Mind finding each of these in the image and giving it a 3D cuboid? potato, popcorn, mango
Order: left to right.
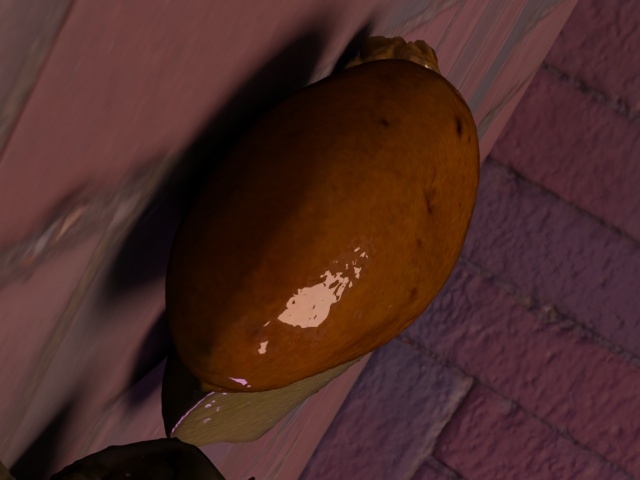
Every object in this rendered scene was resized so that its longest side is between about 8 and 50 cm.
[{"bbox_3d":[-0.054,0.056,0.891,0.120,0.081,0.149,-11,159,-40],"label":"potato"},{"bbox_3d":[0.000,0.000,0.741,0.147,0.109,0.227,-58,173,34],"label":"mango"},{"bbox_3d":[0.034,-0.073,0.902,0.083,0.057,0.082,-53,166,-19],"label":"popcorn"}]

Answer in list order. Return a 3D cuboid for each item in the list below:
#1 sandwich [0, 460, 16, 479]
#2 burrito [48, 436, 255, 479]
[{"bbox_3d":[-0.152,0.202,0.605,0.244,0.090,0.088,-57,171,-12],"label":"sandwich"},{"bbox_3d":[-0.118,0.175,0.774,0.144,0.089,0.229,-30,162,-35],"label":"burrito"}]
